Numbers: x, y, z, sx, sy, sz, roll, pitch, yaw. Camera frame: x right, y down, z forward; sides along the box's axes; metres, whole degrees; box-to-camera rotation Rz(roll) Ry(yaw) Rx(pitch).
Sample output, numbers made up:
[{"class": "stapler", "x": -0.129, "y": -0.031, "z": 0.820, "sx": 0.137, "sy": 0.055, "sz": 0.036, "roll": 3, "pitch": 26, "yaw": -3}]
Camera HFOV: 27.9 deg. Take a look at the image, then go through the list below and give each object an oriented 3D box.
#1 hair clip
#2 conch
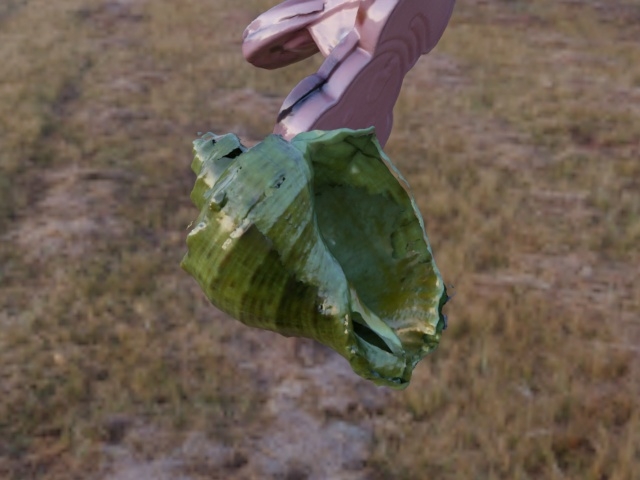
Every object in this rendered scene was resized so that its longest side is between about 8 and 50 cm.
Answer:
[{"class": "hair clip", "x": 0.031, "y": -0.105, "z": 0.755, "sx": 0.138, "sy": 0.102, "sz": 0.123, "roll": -26, "pitch": -12, "yaw": 16}, {"class": "conch", "x": 0.000, "y": 0.000, "z": 0.477, "sx": 0.121, "sy": 0.089, "sz": 0.074, "roll": 43, "pitch": -4, "yaw": 0}]
